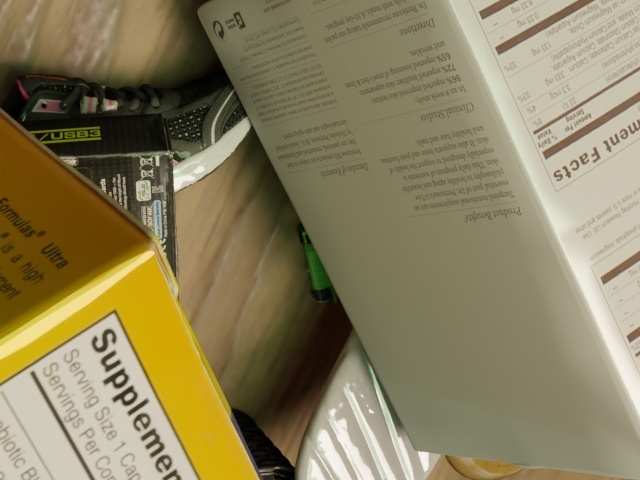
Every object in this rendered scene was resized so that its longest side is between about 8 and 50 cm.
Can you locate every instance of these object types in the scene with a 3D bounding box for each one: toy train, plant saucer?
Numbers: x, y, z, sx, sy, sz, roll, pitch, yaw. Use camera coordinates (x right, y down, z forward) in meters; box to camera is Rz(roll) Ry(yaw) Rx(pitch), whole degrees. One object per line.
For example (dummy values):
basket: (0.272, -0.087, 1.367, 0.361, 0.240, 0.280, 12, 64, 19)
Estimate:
toy train: (0.000, 0.000, 0.832, 0.024, 0.017, 0.083, -16, 114, -8)
plant saucer: (0.117, 0.119, 0.927, 0.083, 0.015, 0.083, -8, 110, -22)

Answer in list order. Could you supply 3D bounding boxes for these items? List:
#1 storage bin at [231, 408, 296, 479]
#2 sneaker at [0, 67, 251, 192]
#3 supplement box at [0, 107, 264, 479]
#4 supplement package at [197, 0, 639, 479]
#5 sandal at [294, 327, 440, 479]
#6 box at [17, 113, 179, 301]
storage bin: (-0.106, 0.171, 0.805, 0.180, 0.084, 0.122, -2, 108, -23)
sneaker: (-0.119, -0.053, 0.730, 0.178, 0.072, 0.077, -27, 115, -15)
supplement box: (-0.213, 0.129, 0.536, 0.356, 0.195, 0.194, -33, 126, -18)
supplement package: (0.114, -0.052, 0.706, 0.198, 0.199, 0.262, -32, 102, -27)
sandal: (0.054, 0.040, 0.833, 0.102, 0.076, 0.265, 40, 74, -20)
box: (-0.160, 0.034, 0.701, 0.184, 0.045, 0.190, -4, 124, -7)
